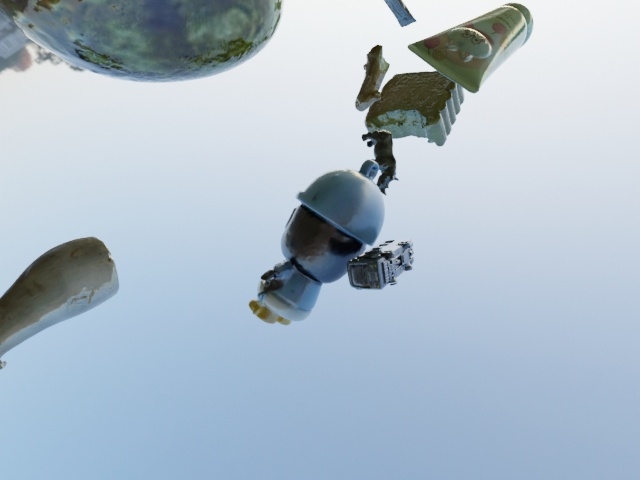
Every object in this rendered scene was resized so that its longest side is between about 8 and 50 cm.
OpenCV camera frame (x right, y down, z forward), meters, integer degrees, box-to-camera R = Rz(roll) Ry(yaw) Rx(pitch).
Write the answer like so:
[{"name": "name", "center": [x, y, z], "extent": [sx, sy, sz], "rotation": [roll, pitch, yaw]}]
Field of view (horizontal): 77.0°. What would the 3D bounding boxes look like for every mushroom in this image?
[{"name": "mushroom", "center": [-0.411, 0.083, 0.586], "extent": [0.225, 0.093, 0.116], "rotation": [-34, -112, -27]}]

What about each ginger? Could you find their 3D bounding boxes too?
[{"name": "ginger", "center": [0.109, -0.335, 0.844], "extent": [0.057, 0.137, 0.044], "rotation": [19, -151, 5]}]

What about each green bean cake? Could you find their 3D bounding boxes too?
[{"name": "green bean cake", "center": [0.272, -0.370, 1.160], "extent": [0.236, 0.124, 0.233], "rotation": [15, -114, 38]}]

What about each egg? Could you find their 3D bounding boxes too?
[{"name": "egg", "center": [-0.175, -0.270, 0.381], "extent": [0.238, 0.289, 0.238], "rotation": [-55, -161, 30]}]

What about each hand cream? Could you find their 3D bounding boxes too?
[{"name": "hand cream", "center": [0.297, -0.364, 0.755], "extent": [0.147, 0.093, 0.306], "rotation": [43, -122, 13]}]

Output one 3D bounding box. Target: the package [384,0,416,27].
[{"name": "package", "center": [0.126, -0.421, 0.705], "extent": [0.037, 0.110, 0.015], "rotation": [7, -117, 54]}]

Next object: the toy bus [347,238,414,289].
[{"name": "toy bus", "center": [0.097, 0.033, 0.615], "extent": [0.065, 0.047, 0.166], "rotation": [-3, -171, 30]}]

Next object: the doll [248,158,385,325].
[{"name": "doll", "center": [0.000, 0.000, 0.670], "extent": [0.141, 0.177, 0.314], "rotation": [40, -84, 32]}]

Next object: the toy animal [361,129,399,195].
[{"name": "toy animal", "center": [0.127, -0.161, 0.839], "extent": [0.065, 0.047, 0.136], "rotation": [-7, -92, 31]}]
